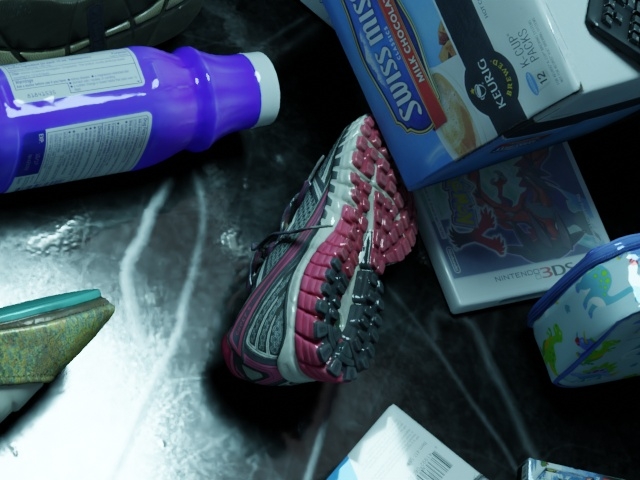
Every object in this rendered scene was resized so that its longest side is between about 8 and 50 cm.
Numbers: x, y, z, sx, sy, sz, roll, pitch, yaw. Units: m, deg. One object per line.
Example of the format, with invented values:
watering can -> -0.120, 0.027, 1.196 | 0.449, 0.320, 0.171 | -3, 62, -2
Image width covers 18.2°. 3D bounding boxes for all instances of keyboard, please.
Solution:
keyboard -> 0.276, -0.220, 1.666 | 0.108, 0.023, 0.180 | 33, 52, -25

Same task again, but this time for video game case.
video game case -> 0.167, -0.039, 1.853 | 0.183, 0.023, 0.201 | -10, 67, -27

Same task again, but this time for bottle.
bottle -> -0.172, -0.109, 1.692 | 0.283, 0.118, 0.092 | -12, 68, -27

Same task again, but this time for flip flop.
flip flop -> -0.229, -0.202, 1.737 | 0.277, 0.112, 0.080 | -23, 48, -29

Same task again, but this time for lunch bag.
lunch bag -> 0.309, 0.050, 1.771 | 0.219, 0.176, 0.090 | -10, 68, -26

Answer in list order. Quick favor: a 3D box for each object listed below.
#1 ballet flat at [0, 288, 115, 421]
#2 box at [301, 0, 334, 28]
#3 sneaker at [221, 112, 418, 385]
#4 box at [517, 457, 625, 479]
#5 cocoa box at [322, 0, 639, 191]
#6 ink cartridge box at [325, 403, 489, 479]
ballet flat -> -0.318, 0.117, 1.522 | 0.349, 0.123, 0.123 | -10, 67, -28
box -> 0.032, -0.272, 1.894 | 0.137, 0.072, 0.126 | 41, 55, 3
sneaker -> 0.000, 0.000, 1.716 | 0.121, 0.112, 0.299 | 61, 35, -31
box -> 0.213, 0.261, 1.705 | 0.094, 0.027, 0.137 | 14, 59, -13
cocoa box -> 0.211, -0.215, 1.785 | 0.347, 0.228, 0.231 | -18, 82, -44
ink cartridge box -> 0.083, 0.249, 1.610 | 0.191, 0.082, 0.139 | 39, 59, 7
